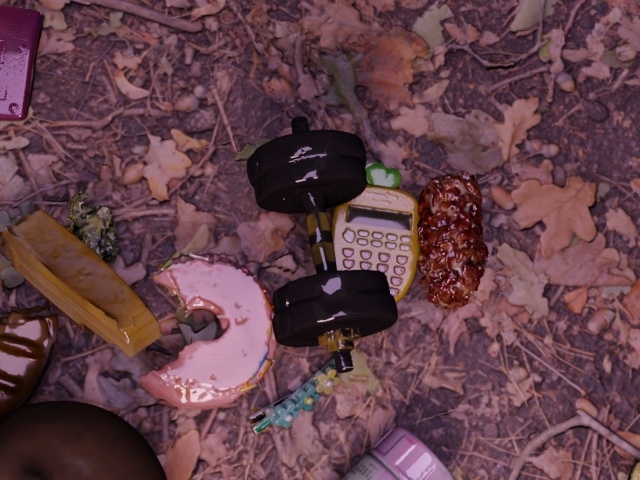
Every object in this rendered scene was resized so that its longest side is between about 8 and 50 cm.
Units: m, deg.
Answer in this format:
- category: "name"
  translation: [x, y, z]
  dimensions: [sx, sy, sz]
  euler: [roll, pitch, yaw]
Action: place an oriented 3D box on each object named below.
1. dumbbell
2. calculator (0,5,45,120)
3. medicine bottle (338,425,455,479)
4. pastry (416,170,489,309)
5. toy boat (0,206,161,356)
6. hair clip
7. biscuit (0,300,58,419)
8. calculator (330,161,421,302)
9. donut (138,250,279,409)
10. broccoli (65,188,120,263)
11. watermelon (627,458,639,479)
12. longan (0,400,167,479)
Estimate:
- category: "dumbbell"
  translation: [0.000, 0.000, 1.362]
  dimensions: [0.185, 0.185, 0.389]
  euler: [-9, 75, -7]
- category: "calculator"
  translation: [-0.516, -0.286, 1.485]
  dimensions: [0.126, 0.034, 0.191]
  euler: [6, 77, -5]
- category: "medicine bottle"
  translation: [0.096, 0.365, 1.332]
  dimensions: [0.168, 0.135, 0.135]
  euler: [-43, 84, -12]
- category: "pastry"
  translation: [0.204, -0.001, 1.439]
  dimensions: [0.115, 0.097, 0.209]
  euler: [6, 77, -22]
- category: "toy boat"
  translation: [-0.358, 0.062, 1.359]
  dimensions: [0.310, 0.115, 0.089]
  euler: [36, 50, 16]
- category: "hair clip"
  translation: [-0.030, 0.238, 1.402]
  dimensions: [0.172, 0.049, 0.049]
  euler: [-34, 82, -13]
- category: "biscuit"
  translation: [-0.578, 0.157, 1.332]
  dimensions: [0.366, 0.115, 0.268]
  euler: [20, 75, 1]
- category: "calculator"
  translation: [0.088, -0.008, 1.473]
  dimensions: [0.146, 0.032, 0.235]
  euler: [8, 77, -4]
- category: "donut"
  translation: [-0.160, 0.137, 1.388]
  dimensions: [0.199, 0.085, 0.233]
  euler: [7, 76, -3]
- category: "broccoli"
  translation: [-0.343, -0.018, 1.409]
  dimensions: [0.095, 0.092, 0.097]
  euler: [22, 59, -20]
- category: "watermelon"
  translation: [0.509, 0.375, 1.403]
  dimensions: [0.105, 0.062, 0.106]
  euler: [0, 70, -1]
- category: "longan"
  translation: [-0.340, 0.355, 1.223]
  dimensions: [0.297, 0.297, 0.298]
  euler: [1, 76, -5]
